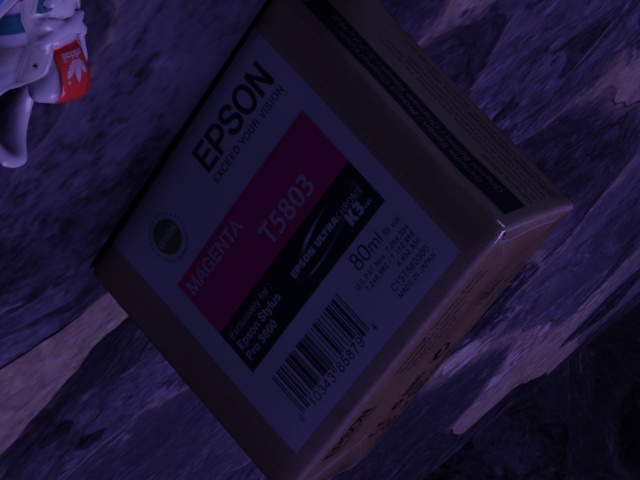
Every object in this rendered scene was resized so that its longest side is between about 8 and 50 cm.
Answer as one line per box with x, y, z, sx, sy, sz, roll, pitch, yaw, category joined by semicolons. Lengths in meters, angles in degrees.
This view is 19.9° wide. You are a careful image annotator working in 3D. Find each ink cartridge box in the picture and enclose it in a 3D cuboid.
0.000;0.000;1.061;0.088;0.193;0.234;-19;150;-54;ink cartridge box

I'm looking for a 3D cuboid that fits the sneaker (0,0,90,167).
-0.110;-0.099;0.738;0.057;0.075;0.161;-21;153;-56;sneaker

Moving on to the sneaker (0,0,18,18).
-0.153;-0.089;0.631;0.237;0.085;0.086;-50;176;0;sneaker
